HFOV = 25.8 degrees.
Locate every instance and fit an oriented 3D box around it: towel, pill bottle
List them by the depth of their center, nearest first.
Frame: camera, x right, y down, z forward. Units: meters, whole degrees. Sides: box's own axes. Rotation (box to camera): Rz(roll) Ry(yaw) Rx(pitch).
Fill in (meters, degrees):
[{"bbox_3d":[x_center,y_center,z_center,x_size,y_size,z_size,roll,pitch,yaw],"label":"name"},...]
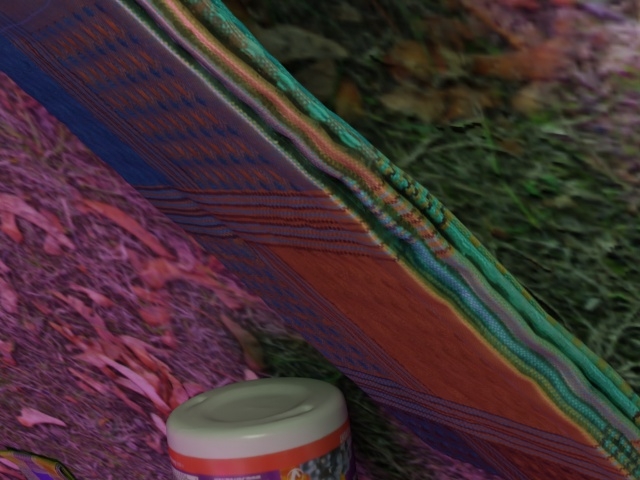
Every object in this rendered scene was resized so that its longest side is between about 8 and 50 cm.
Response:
[{"bbox_3d":[0.000,0.000,0.611,0.370,0.040,0.271,43,167,-22],"label":"towel"},{"bbox_3d":[-0.025,0.188,0.832,0.108,0.108,0.193,2,105,42],"label":"pill bottle"},{"bbox_3d":[-0.254,0.216,1.288,0.083,0.009,0.060,8,144,37],"label":"towel"}]
